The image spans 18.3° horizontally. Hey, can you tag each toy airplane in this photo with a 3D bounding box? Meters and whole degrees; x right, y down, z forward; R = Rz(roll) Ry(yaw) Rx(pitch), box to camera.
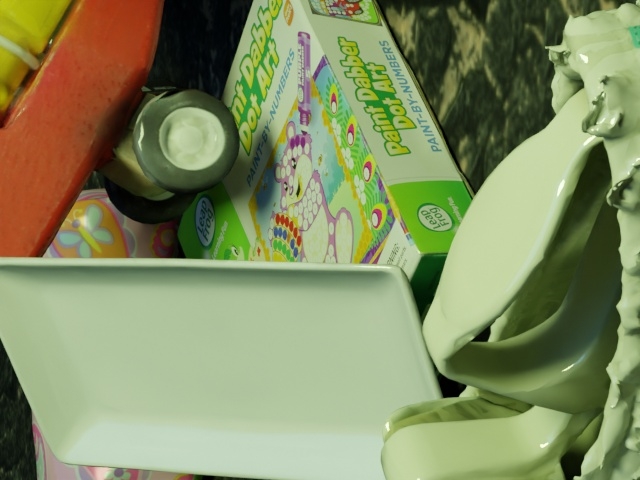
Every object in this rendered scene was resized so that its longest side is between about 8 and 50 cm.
[{"bbox_3d":[-0.173,-0.213,1.168,0.384,0.272,0.386,-98,21,-53],"label":"toy airplane"}]

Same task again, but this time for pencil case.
[{"bbox_3d":[-0.141,0.105,1.396,0.124,0.124,0.284,167,98,-65],"label":"pencil case"}]

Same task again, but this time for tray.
[{"bbox_3d":[-0.053,0.064,1.061,0.270,0.030,0.145,0,123,31],"label":"tray"}]

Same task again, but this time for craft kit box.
[{"bbox_3d":[0.000,0.000,1.145,0.250,0.061,0.246,111,149,-42],"label":"craft kit box"}]

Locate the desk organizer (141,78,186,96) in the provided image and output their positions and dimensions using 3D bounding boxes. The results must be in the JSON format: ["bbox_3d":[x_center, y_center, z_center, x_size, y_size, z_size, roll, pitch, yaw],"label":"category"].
[{"bbox_3d":[-0.162,-0.082,1.398,0.047,0.130,0.050,-149,57,-61],"label":"desk organizer"}]

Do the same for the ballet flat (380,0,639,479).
[{"bbox_3d":[0.096,0.058,0.845,0.147,0.147,0.409,-119,34,-43],"label":"ballet flat"}]
